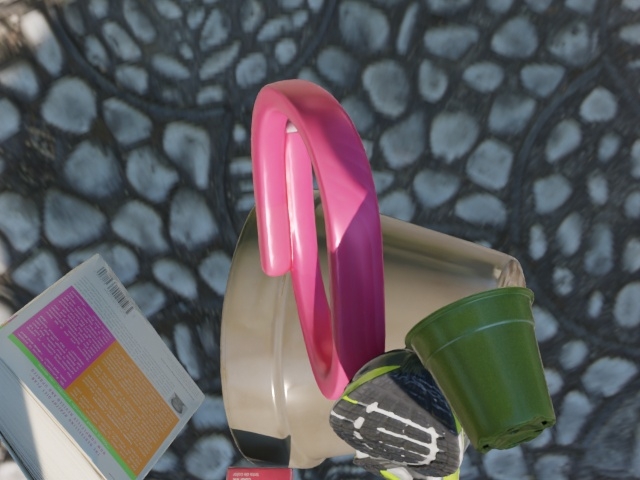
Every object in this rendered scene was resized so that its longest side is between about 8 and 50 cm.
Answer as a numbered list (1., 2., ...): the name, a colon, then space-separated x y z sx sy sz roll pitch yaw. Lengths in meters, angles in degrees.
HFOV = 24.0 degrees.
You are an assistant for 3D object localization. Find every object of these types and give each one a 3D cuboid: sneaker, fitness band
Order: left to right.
1. fitness band: 0.000 0.000 1.310 0.054 0.209 0.290 -14 121 -17
2. sneaker: 0.079 0.125 1.217 0.111 0.300 0.121 20 74 8

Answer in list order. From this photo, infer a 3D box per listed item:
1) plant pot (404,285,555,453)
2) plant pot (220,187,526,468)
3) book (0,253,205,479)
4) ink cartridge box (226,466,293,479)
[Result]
1. plant pot: 0.102 0.081 0.896 0.083 0.083 0.079 -19 68 -5
2. plant pot: 0.075 0.106 1.682 0.280 0.323 0.323 4 78 20
3. book: -0.110 0.067 0.725 0.035 0.144 0.096 -33 95 19
4. ink cartridge box: -0.067 0.339 1.613 0.072 0.127 0.175 2 71 -4
